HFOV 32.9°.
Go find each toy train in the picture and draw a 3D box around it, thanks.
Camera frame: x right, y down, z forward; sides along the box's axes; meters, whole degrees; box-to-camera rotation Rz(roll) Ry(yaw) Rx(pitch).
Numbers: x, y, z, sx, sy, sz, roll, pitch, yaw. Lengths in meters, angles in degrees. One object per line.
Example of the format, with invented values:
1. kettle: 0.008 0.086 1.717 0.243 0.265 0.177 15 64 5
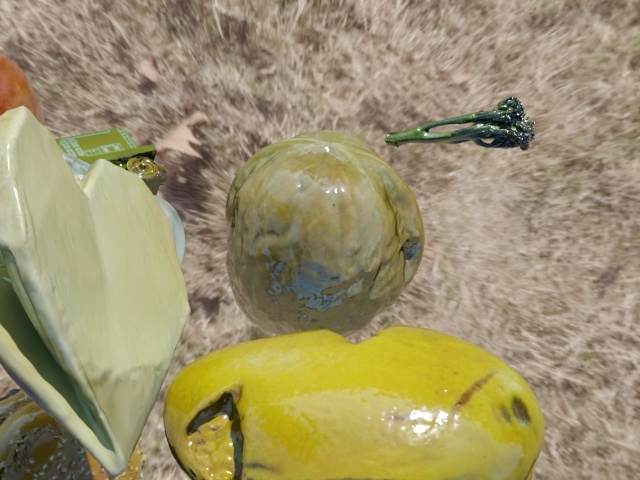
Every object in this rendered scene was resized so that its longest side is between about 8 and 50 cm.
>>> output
1. toy train: -0.338 -0.096 1.576 0.225 0.090 0.137 -15 52 -38

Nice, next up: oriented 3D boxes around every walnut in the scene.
1. walnut: 0.000 0.000 1.365 0.283 0.227 0.283 7 122 12

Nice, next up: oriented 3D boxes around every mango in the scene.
1. mango: 0.018 0.127 0.736 0.262 0.167 0.130 1 121 4

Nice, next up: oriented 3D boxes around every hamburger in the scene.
1. hamburger: -0.277 0.247 1.163 0.182 0.118 0.191 -47 121 0

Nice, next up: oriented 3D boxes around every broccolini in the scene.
1. broccolini: 0.187 -0.152 1.464 0.201 0.058 0.074 -2 94 16

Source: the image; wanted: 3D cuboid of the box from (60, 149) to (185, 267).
1. box: -0.281 -0.008 0.846 0.312 0.182 0.175 25 91 38

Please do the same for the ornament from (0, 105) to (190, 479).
1. ornament: -0.121 0.035 0.564 0.059 0.201 0.180 -19 75 13

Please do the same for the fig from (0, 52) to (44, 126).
1. fig: -0.376 -0.126 1.114 0.205 0.205 0.205 0 91 -3
